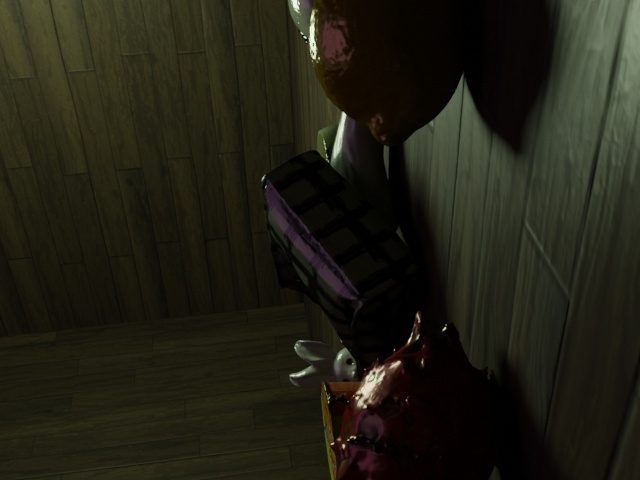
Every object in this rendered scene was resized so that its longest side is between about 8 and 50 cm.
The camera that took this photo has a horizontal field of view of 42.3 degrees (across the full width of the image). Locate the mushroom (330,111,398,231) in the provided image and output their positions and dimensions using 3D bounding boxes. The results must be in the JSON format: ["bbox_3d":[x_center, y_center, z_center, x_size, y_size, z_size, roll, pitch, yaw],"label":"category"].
[{"bbox_3d":[0.084,-0.185,1.491,0.159,0.122,0.329,18,122,42],"label":"mushroom"}]

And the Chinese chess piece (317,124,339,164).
[{"bbox_3d":[0.050,-0.151,1.897,0.238,0.092,0.238,175,90,-85],"label":"Chinese chess piece"}]

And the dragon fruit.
[{"bbox_3d":[0.125,0.223,1.004,0.205,0.210,0.268,48,-128,-71],"label":"dragon fruit"}]

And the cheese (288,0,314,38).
[{"bbox_3d":[0.012,-0.478,1.609,0.189,0.154,0.198,-120,24,-64],"label":"cheese"}]

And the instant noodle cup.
[{"bbox_3d":[0.098,0.342,1.481,0.213,0.174,0.213,173,90,-86],"label":"instant noodle cup"}]

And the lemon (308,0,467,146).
[{"bbox_3d":[0.079,-0.232,0.974,0.187,0.187,0.244,-150,52,-84],"label":"lemon"}]

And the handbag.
[{"bbox_3d":[0.033,0.056,1.497,0.325,0.162,0.327,50,161,30],"label":"handbag"}]

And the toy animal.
[{"bbox_3d":[0.046,0.265,1.727,0.131,0.220,0.104,-126,35,-82],"label":"toy animal"}]

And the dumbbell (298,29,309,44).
[{"bbox_3d":[-0.008,-0.557,2.025,0.099,0.099,0.208,-105,9,-59],"label":"dumbbell"}]
